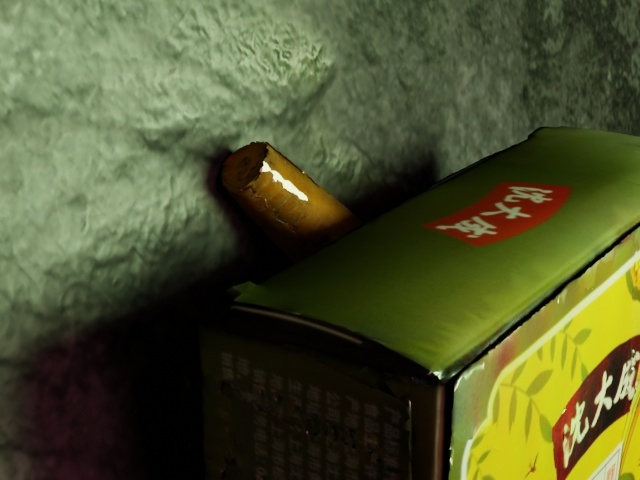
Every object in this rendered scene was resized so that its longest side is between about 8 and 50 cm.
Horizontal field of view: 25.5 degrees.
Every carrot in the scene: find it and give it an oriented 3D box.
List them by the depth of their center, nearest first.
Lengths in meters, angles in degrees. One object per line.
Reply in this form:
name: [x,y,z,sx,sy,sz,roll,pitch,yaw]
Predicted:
carrot: [0.000,0.000,0.829,0.161,0.055,0.055,47,55,-38]

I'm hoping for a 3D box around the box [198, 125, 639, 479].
box: [0.096,0.177,0.845,0.373,0.138,0.420,-27,125,-51]
